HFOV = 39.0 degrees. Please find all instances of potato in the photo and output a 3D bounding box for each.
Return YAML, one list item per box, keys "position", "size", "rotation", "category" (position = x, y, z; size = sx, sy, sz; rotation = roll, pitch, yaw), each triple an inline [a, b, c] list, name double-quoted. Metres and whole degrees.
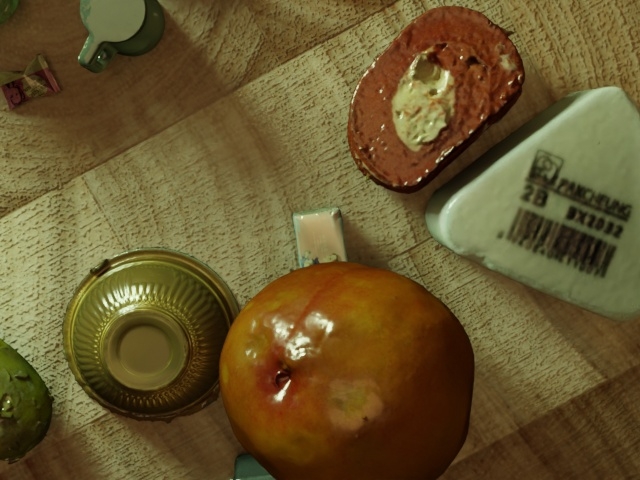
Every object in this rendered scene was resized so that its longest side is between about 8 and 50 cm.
- position: [-0.522, 0.205, 1.287]
  size: [0.298, 0.141, 0.176]
  rotation: [28, 89, -7]
  category: "potato"

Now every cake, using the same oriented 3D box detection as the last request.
- position: [0.152, -0.199, 1.276]
  size: [0.283, 0.151, 0.177]
  rotation: [-43, 85, 2]
  category: "cake"

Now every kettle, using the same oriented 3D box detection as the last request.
- position: [-0.281, -0.299, 1.235]
  size: [0.127, 0.148, 0.098]
  rotation: [-28, 99, 1]
  category: "kettle"

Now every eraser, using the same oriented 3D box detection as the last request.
- position: [0.309, -0.040, 1.300]
  size: [0.331, 0.150, 0.331]
  rotation: [0, 97, -1]
  category: "eraser"

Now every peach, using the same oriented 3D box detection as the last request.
- position: [0.035, 0.187, 1.208]
  size: [0.343, 0.302, 0.342]
  rotation: [-13, 66, 30]
  category: "peach"

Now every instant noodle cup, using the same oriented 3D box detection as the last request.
- position: [-0.252, 0.148, 1.322]
  size: [0.274, 0.091, 0.273]
  rotation: [0, 98, -3]
  category: "instant noodle cup"

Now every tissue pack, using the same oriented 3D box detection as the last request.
- position: [0.000, 0.000, 1.332]
  size: [0.074, 0.059, 0.094]
  rotation: [-10, 97, 0]
  category: "tissue pack"

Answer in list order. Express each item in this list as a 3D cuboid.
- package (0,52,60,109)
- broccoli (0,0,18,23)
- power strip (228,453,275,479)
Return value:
- position: [-0.422, -0.227, 1.296]
  size: [0.083, 0.029, 0.059]
  rotation: [-20, 105, 10]
  category: "package"
- position: [-0.502, -0.402, 1.181]
  size: [0.270, 0.270, 0.270]
  rotation: [-34, 128, 1]
  category: "broccoli"
- position: [-0.010, 0.355, 1.352]
  size: [0.257, 0.105, 0.070]
  rotation: [-5, 98, -2]
  category: "power strip"
